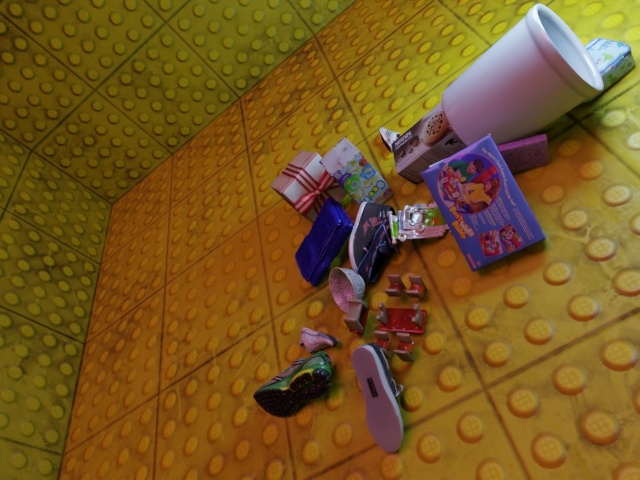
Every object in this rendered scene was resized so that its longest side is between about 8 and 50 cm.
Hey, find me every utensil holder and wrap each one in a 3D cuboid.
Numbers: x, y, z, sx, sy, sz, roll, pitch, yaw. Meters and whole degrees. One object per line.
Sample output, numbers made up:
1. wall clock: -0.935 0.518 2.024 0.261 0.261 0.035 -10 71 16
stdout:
1. utensil holder: 0.640 -0.494 1.630 0.385 0.327 0.328 -39 35 44

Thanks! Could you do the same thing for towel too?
1. towel: 0.000 0.000 1.997 0.308 0.076 0.228 -59 35 22

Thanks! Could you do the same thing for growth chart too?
1. growth chart: 0.354 -0.069 1.771 0.237 0.021 0.172 -9 52 1

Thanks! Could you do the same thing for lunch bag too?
1. lunch bag: 0.913 -0.576 1.695 0.219 0.090 0.176 -39 36 9

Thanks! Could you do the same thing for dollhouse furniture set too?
1. dollhouse furniture set: 0.220 0.258 1.644 0.259 0.135 0.262 0 58 30

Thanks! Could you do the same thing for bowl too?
1. bowl: 0.109 0.168 1.807 0.080 0.170 0.170 -16 29 -27

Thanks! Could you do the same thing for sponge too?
1. sponge: 0.634 -0.275 1.647 0.210 0.117 0.031 -10 53 22

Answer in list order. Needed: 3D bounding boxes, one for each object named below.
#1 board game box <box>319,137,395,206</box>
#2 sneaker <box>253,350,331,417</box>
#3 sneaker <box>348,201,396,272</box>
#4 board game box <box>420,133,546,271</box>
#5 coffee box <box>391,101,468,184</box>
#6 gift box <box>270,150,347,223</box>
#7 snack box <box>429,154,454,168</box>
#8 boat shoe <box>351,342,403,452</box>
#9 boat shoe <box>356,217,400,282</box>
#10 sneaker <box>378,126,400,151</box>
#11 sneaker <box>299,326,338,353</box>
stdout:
1. board game box: 0.147 -0.248 1.987 0.142 0.275 0.144 -43 39 7
2. sneaker: -0.089 0.496 1.731 0.343 0.134 0.146 -31 16 26
3. sneaker: 0.202 -0.018 1.882 0.146 0.104 0.296 -1 63 33
4. board game box: 0.494 -0.111 1.534 0.233 0.078 0.347 -28 86 23
5. coffee box: 0.419 -0.369 1.890 0.297 0.119 0.168 -36 44 40
6. gift box: -0.022 -0.223 2.157 0.255 0.276 0.258 -53 23 0
7. snack box: 0.489 -0.201 1.681 0.174 0.207 0.070 -23 45 29
8. boat shoe: 0.180 0.453 1.474 0.113 0.105 0.306 -30 73 32
9. boat shoe: 0.234 0.043 1.816 0.089 0.109 0.258 32 98 58
10. sneaker: 0.310 -0.452 2.194 0.075 0.057 0.161 -23 41 5
11. sneaker: -0.009 0.369 1.794 0.190 0.071 0.083 0 64 53
